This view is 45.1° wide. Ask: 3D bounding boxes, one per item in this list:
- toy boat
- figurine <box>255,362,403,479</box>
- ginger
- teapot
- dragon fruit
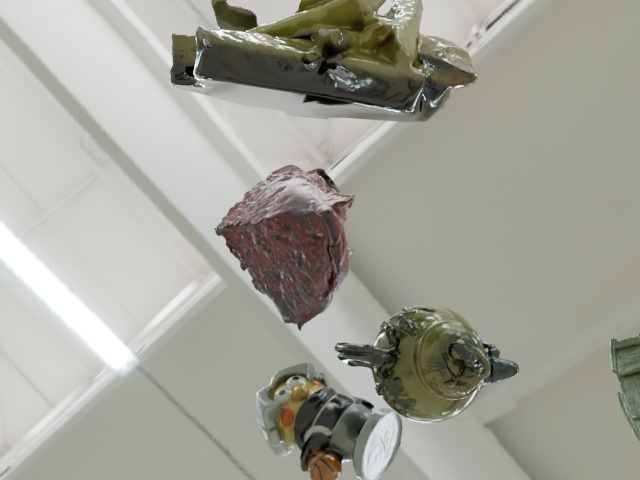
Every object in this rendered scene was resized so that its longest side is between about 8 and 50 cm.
[{"bbox_3d":[0.523,0.262,1.210,0.093,0.293,0.055,-17,-59,15],"label":"toy boat"},{"bbox_3d":[-0.002,0.304,1.263,0.236,0.176,0.133,17,-48,36],"label":"figurine"},{"bbox_3d":[-0.008,-0.290,1.098,0.413,0.358,0.211,4,-87,-34],"label":"ginger"},{"bbox_3d":[0.158,0.172,1.107,0.269,0.182,0.173,12,-106,-20],"label":"teapot"},{"bbox_3d":[0.006,-0.005,1.528,0.329,0.228,0.286,-15,-68,48],"label":"dragon fruit"}]
